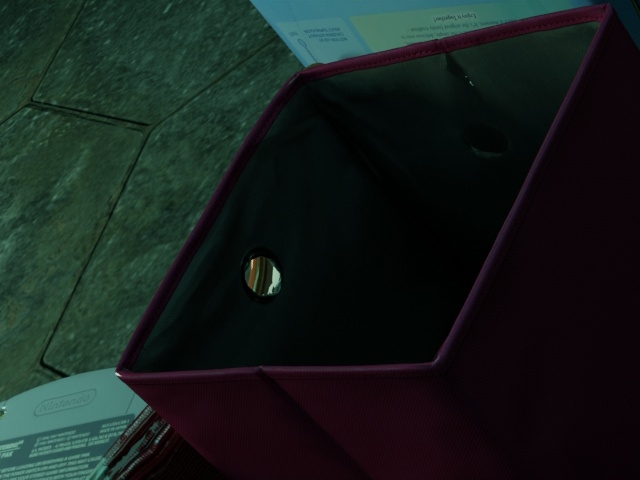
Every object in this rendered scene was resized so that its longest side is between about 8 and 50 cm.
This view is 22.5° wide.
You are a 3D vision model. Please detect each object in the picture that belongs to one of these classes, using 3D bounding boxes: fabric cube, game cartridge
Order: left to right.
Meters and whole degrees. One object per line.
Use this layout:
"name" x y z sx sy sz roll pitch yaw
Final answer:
"game cartridge" -0.218 0.199 1.319 0.297 0.062 0.198 -15 35 37
"fabric cube" 0.090 0.055 0.953 0.259 0.258 0.254 -6 46 44

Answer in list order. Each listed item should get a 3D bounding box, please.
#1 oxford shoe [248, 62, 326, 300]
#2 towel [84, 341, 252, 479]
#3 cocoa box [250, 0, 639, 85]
"oxford shoe" 0.000 0.000 1.230 0.098 0.097 0.271 9 88 31
"towel" -0.137 0.221 1.066 0.037 0.237 0.329 36 75 19
"cocoa box" 0.162 -0.197 1.217 0.347 0.231 0.228 4 53 51
